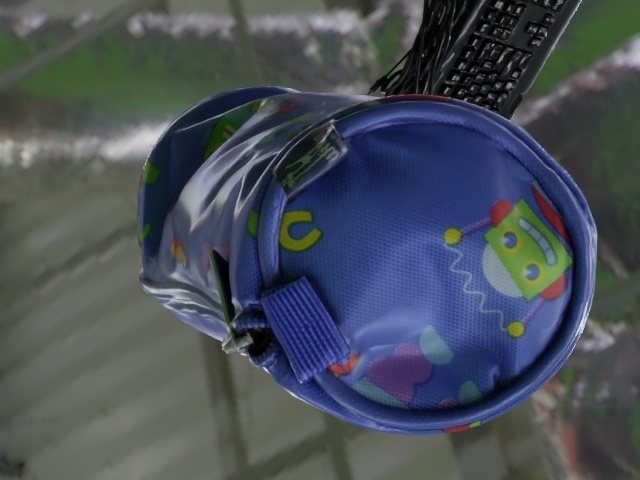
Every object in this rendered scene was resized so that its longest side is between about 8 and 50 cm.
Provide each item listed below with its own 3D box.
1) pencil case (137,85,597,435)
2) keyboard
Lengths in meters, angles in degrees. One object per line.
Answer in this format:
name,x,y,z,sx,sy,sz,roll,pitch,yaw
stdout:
pencil case,0.000,0.000,0.795,0.133,0.119,0.306,-22,-171,-11
keyboard,0.079,-0.082,1.103,0.192,0.100,0.038,-61,-144,22
